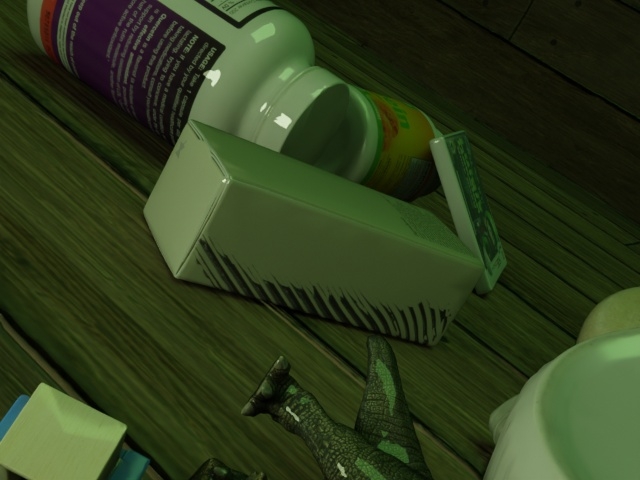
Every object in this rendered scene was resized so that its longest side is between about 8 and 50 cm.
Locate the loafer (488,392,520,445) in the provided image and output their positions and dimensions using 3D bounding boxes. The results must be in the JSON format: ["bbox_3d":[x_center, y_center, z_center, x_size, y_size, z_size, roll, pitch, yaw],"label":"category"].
[{"bbox_3d":[0.281,0.112,0.662,0.319,0.112,0.111,-13,29,-15],"label":"loafer"}]

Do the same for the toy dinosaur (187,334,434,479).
[{"bbox_3d":[0.016,0.147,0.383,0.160,0.121,0.313,41,11,-7],"label":"toy dinosaur"}]

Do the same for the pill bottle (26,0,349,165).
[{"bbox_3d":[-0.134,-0.194,0.911,0.323,0.182,0.181,36,18,15],"label":"pill bottle"}]

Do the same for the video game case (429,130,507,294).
[{"bbox_3d":[0.188,-0.042,1.090,0.191,0.022,0.173,71,20,-3],"label":"video game case"}]

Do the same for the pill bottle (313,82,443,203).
[{"bbox_3d":[0.064,-0.111,1.078,0.136,0.136,0.245,40,20,27],"label":"pill bottle"}]

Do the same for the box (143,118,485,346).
[{"bbox_3d":[0.000,0.000,0.741,0.275,0.094,0.113,18,21,-33],"label":"box"}]

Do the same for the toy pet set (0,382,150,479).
[{"bbox_3d":[-0.126,0.112,0.327,0.122,0.065,0.114,27,52,0],"label":"toy pet set"}]

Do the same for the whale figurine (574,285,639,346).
[{"bbox_3d":[0.321,0.167,0.779,0.216,0.141,0.272,1,42,0],"label":"whale figurine"}]

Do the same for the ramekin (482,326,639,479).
[{"bbox_3d":[0.202,0.149,0.428,0.272,0.127,0.273,1,27,-1],"label":"ramekin"}]
